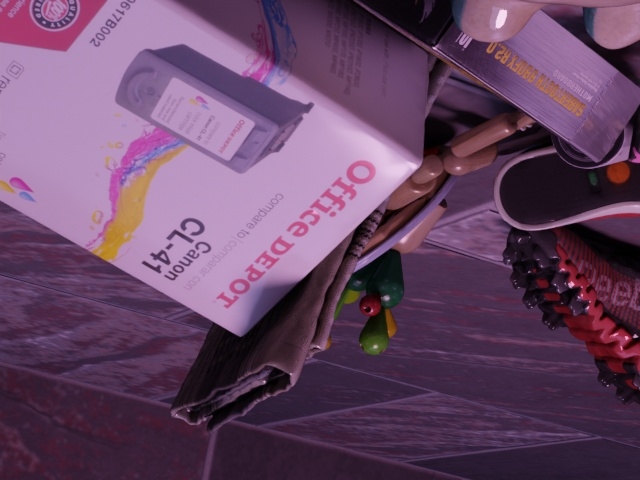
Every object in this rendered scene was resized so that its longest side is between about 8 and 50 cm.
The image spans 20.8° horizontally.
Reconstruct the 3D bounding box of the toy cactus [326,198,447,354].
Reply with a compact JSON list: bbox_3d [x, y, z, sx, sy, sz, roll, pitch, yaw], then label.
[{"bbox_3d":[0.045,0.008,1.730,0.112,0.219,0.180,35,113,-25],"label":"toy cactus"}]

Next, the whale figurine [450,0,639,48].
[{"bbox_3d":[0.137,-0.199,0.911,0.141,0.216,0.272,46,-174,25],"label":"whale figurine"}]

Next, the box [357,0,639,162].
[{"bbox_3d":[0.068,-0.151,1.089,0.183,0.056,0.231,28,-170,-46],"label":"box"}]

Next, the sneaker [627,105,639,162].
[{"bbox_3d":[0.265,-0.085,1.240,0.077,0.072,0.178,12,-155,11],"label":"sneaker"}]

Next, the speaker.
[{"bbox_3d":[0.213,-0.084,1.314,0.055,0.055,0.136,5,-173,18],"label":"speaker"}]

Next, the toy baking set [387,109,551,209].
[{"bbox_3d":[0.132,-0.072,1.396,0.197,0.030,0.256,-23,178,-19],"label":"toy baking set"}]

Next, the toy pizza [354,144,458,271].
[{"bbox_3d":[0.038,-0.027,1.556,0.032,0.201,0.201,53,149,-15],"label":"toy pizza"}]

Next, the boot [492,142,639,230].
[{"bbox_3d":[0.269,-0.062,1.473,0.244,0.088,0.176,-7,-176,9],"label":"boot"}]

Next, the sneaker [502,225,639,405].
[{"bbox_3d":[0.299,0.051,1.797,0.276,0.135,0.098,44,163,-24],"label":"sneaker"}]

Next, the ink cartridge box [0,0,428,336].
[{"bbox_3d":[-0.110,-0.102,1.184,0.306,0.131,0.226,32,127,-19],"label":"ink cartridge box"}]

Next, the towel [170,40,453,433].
[{"bbox_3d":[0.000,0.000,1.380,0.056,0.324,0.312,31,160,-10],"label":"towel"}]
